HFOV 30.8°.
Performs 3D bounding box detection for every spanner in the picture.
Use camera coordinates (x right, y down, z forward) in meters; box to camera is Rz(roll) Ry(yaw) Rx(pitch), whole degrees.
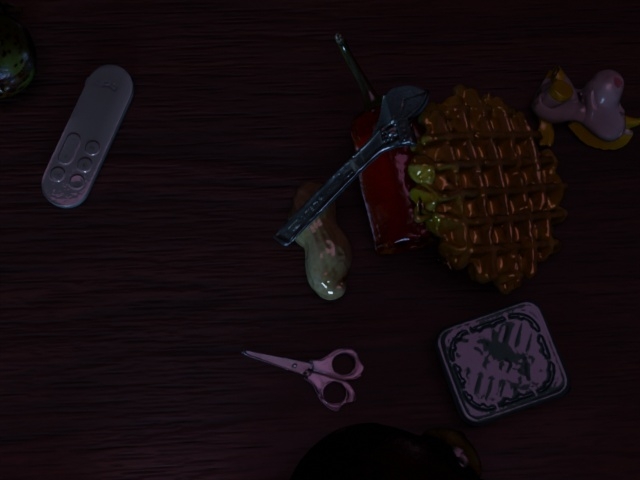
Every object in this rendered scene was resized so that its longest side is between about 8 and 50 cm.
[{"bbox_3d":[0.044,-0.107,1.719,0.325,0.026,0.093,-44,67,17],"label":"spanner"}]

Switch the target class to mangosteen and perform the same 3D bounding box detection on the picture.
[{"bbox_3d":[0.114,0.387,1.625,0.347,0.307,0.307,-30,80,-39],"label":"mangosteen"}]

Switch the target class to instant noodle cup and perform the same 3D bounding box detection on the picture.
[{"bbox_3d":[0.272,0.188,1.769,0.179,0.070,0.157,-18,79,-6],"label":"instant noodle cup"}]

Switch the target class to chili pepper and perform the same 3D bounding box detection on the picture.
[{"bbox_3d":[0.111,-0.154,1.795,0.131,0.134,0.338,-13,84,-16],"label":"chili pepper"}]

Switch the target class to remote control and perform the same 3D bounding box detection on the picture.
[{"bbox_3d":[-0.366,-0.165,1.835,0.077,0.022,0.245,22,79,0],"label":"remote control"}]

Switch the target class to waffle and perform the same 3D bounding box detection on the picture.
[{"bbox_3d":[0.254,-0.083,1.756,0.329,0.062,0.329,8,76,-33],"label":"waffle"}]

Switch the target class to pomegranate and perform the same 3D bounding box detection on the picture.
[{"bbox_3d":[-0.505,-0.304,1.799,0.149,0.148,0.169,3,80,-2],"label":"pomegranate"}]

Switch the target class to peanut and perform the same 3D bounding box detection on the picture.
[{"bbox_3d":[0.000,0.000,1.792,0.082,0.082,0.187,-19,80,-6],"label":"peanut"}]

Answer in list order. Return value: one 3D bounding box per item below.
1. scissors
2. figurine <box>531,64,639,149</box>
[{"bbox_3d":[-0.030,0.194,1.781,0.189,0.015,0.100,16,80,2],"label":"scissors"},{"bbox_3d":[0.427,-0.211,1.858,0.178,0.109,0.129,4,105,-2],"label":"figurine"}]
